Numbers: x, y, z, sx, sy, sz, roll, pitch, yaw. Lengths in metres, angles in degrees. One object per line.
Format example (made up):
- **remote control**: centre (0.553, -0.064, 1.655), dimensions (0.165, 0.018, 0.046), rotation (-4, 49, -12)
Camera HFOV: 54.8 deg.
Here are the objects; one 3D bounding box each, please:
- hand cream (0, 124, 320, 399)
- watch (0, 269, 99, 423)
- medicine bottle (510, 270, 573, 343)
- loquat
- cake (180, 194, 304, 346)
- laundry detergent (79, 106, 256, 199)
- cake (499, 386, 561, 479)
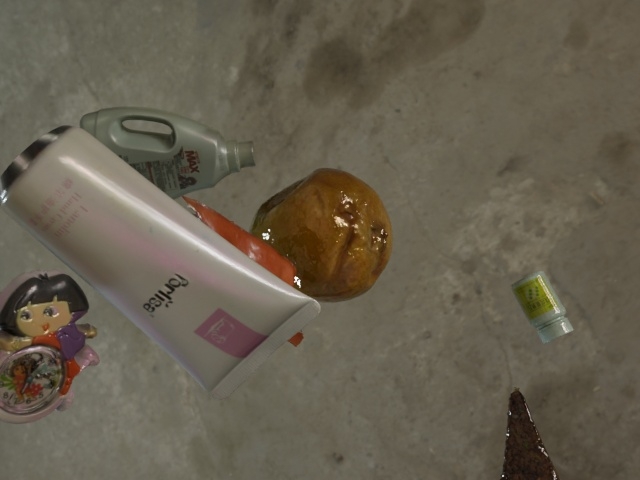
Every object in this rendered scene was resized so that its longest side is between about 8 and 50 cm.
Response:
- **hand cream**: centre (-0.186, 0.028, 0.703), dimensions (0.358, 0.118, 0.185), rotation (43, 101, -16)
- **watch**: centre (-0.495, 0.160, 1.012), dimensions (0.231, 0.196, 0.244), rotation (10, 107, 45)
- **medicine bottle**: centre (0.278, 0.083, 0.774), dimensions (0.047, 0.047, 0.083), rotation (-37, 68, 34)
- **loquat**: centre (0.000, 0.000, 1.222), dimensions (0.283, 0.276, 0.276), rotation (-19, 85, 40)
- **cake**: centre (-0.130, 0.036, 0.897), dimensions (0.098, 0.135, 0.287), rotation (-26, 116, 39)
- **laundry detergent**: centre (-0.363, -0.211, 1.522), dimensions (0.397, 0.125, 0.264), rotation (-6, 119, -1)
- **cake**: centre (0.382, 0.427, 1.215), dimensions (0.135, 0.112, 0.246), rotation (-25, 72, 11)
